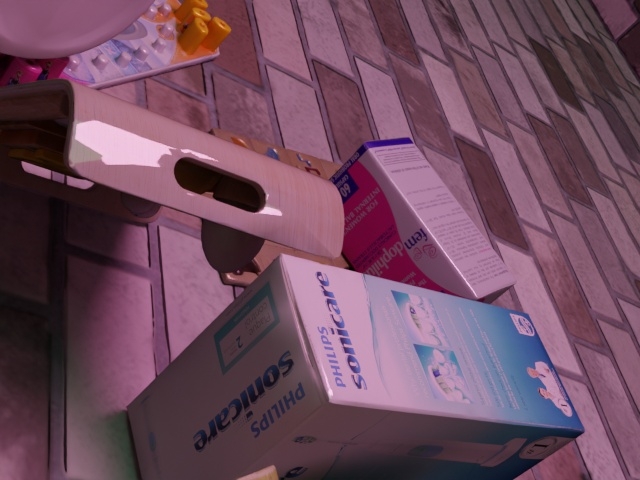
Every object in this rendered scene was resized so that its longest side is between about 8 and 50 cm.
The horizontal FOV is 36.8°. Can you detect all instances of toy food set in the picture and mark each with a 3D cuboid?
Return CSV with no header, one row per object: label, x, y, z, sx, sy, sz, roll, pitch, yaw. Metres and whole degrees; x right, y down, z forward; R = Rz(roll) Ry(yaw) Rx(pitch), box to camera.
toy food set,-0.153,-0.040,0.750,0.219,0.306,0.092,18,83,-37

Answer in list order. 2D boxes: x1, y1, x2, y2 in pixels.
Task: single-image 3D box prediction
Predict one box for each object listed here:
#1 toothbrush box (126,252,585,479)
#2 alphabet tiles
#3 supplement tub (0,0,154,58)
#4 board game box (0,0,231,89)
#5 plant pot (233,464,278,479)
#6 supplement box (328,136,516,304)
toothbrush box,0.030,0.145,0.778,0.295,0.216,0.126,13,44,-41
alphabet tiles,0.000,0.000,1.112,0.342,0.011,0.285,12,45,-43
supplement tub,-0.293,-0.352,0.885,0.207,0.207,0.338,-4,57,-52
board game box,-0.326,-0.336,1.075,0.390,0.050,0.390,49,31,4
plant pot,-0.108,0.272,0.444,0.276,0.276,0.254,-5,70,-52
supplement box,0.105,0.000,1.118,0.220,0.111,0.114,54,32,14
